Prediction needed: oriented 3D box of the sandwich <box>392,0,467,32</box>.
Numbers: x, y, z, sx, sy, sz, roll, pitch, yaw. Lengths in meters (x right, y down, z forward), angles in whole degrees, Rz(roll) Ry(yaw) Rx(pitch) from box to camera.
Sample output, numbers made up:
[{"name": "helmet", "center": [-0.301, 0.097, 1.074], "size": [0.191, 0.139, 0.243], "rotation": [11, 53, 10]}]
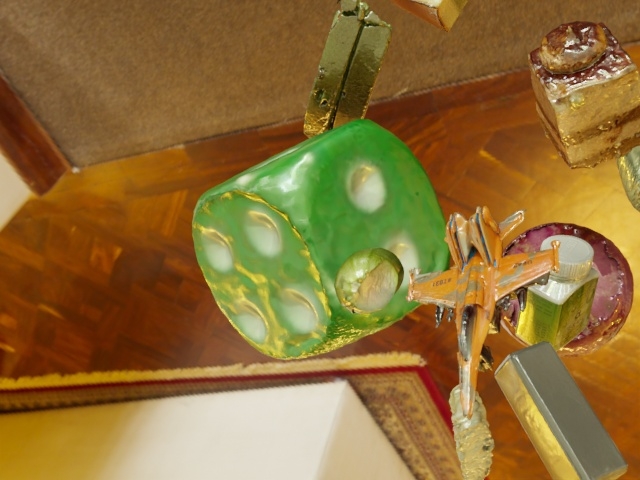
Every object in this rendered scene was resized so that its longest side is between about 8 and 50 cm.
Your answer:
[{"name": "sandwich", "center": [0.222, -0.566, 1.624], "size": [0.186, 0.220, 0.108], "rotation": [33, 102, 11]}]

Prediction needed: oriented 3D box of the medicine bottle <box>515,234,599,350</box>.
[{"name": "medicine bottle", "center": [0.423, 0.091, 1.295], "size": [0.088, 0.132, 0.188], "rotation": [34, 139, 40]}]

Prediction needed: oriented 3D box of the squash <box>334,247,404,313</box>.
[{"name": "squash", "center": [0.059, 0.042, 0.838], "size": [0.069, 0.239, 0.069], "rotation": [0, 92, 11]}]

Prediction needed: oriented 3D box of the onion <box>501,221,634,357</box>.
[{"name": "onion", "center": [0.627, 0.140, 1.933], "size": [0.358, 0.358, 0.345], "rotation": [13, 153, 8]}]

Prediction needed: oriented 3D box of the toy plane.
[{"name": "toy plane", "center": [0.126, 0.056, 0.575], "size": [0.135, 0.188, 0.062], "rotation": [-17, 144, 33]}]

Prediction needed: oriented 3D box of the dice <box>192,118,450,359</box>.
[{"name": "dice", "center": [0.000, 0.000, 1.134], "size": [0.297, 0.287, 0.300], "rotation": [-16, 102, 47]}]

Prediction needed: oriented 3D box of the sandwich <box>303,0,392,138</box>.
[{"name": "sandwich", "center": [0.056, -0.311, 1.334], "size": [0.109, 0.212, 0.292], "rotation": [21, 112, 2]}]

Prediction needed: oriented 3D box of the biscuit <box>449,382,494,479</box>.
[{"name": "biscuit", "center": [0.333, 0.407, 1.611], "size": [0.084, 0.179, 0.281], "rotation": [-9, 142, 8]}]

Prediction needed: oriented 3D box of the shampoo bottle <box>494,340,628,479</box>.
[{"name": "shampoo bottle", "center": [0.351, 0.272, 1.053], "size": [0.079, 0.246, 0.080], "rotation": [-15, 149, -19]}]

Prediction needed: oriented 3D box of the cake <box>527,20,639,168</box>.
[{"name": "cake", "center": [0.567, -0.322, 1.550], "size": [0.196, 0.199, 0.293], "rotation": [-21, 138, 10]}]

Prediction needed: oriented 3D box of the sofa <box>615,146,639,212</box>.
[{"name": "sofa", "center": [0.801, -0.159, 1.588], "size": [0.210, 0.225, 0.176], "rotation": [-25, 107, -10]}]
